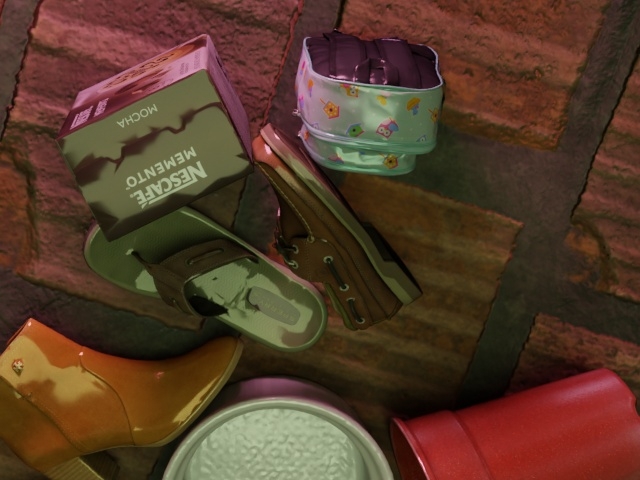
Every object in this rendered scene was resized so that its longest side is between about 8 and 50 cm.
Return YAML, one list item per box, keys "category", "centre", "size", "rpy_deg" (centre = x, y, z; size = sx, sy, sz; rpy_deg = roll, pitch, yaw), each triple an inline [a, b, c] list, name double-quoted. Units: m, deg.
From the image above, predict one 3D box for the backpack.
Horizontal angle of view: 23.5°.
- category: "backpack"
  centre: [0.053, -0.149, 1.696]
  size: [0.166, 0.188, 0.144]
  rpy_deg: [7, 104, -7]

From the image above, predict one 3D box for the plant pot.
- category: "plant pot"
  centre: [0.251, 0.286, 1.800]
  size: [0.265, 0.272, 0.272]
  rpy_deg: [-21, 105, -6]

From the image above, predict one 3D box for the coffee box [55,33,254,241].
- category: "coffee box"
  centre: [-0.170, -0.117, 1.633]
  size: [0.168, 0.297, 0.118]
  rpy_deg: [-25, 105, 3]

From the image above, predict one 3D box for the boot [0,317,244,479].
- category: "boot"
  centre: [-0.257, 0.158, 1.799]
  size: [0.295, 0.104, 0.211]
  rpy_deg: [-42, 104, 11]

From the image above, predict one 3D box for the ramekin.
- category: "ramekin"
  centre: [-0.053, 0.294, 1.832]
  size: [0.277, 0.135, 0.277]
  rpy_deg: [-1, 105, -3]

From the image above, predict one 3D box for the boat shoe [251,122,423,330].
- category: "boat shoe"
  centre: [0.000, 0.000, 1.731]
  size: [0.104, 0.110, 0.307]
  rpy_deg: [-36, 125, 7]

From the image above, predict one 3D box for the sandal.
- category: "sandal"
  centre: [-0.126, 0.042, 1.786]
  size: [0.303, 0.086, 0.120]
  rpy_deg: [23, 102, -9]
